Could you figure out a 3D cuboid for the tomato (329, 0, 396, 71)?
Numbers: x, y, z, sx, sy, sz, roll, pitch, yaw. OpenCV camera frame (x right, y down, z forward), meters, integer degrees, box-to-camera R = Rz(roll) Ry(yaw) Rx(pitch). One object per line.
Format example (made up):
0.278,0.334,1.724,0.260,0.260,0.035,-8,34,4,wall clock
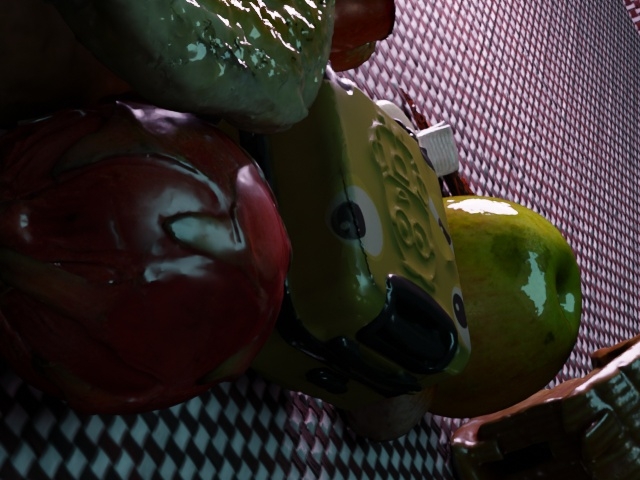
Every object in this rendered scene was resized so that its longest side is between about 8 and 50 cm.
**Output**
-0.022,-0.242,1.149,0.233,0.139,0.200,123,-43,-78,tomato

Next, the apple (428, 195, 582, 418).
0.132,0.053,1.175,0.196,0.196,0.196,46,33,-41,apple

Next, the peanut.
-0.148,-0.127,0.799,0.129,0.129,0.224,66,26,-5,peanut

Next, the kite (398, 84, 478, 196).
0.141,-0.055,1.445,0.222,0.008,0.125,61,-5,36,kite

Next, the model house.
0.266,0.199,1.279,0.199,0.229,0.219,60,26,-5,model house

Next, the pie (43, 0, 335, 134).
-0.093,-0.212,0.747,0.339,0.077,0.339,40,33,-34,pie

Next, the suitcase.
0.000,0.000,0.983,0.194,0.143,0.235,35,39,-52,suitcase

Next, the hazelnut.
0.052,0.118,1.080,0.086,0.086,0.086,46,33,-41,hazelnut

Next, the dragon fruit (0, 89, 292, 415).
-0.105,0.010,0.736,0.209,0.172,0.172,-10,79,-55,dragon fruit

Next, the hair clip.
0.075,-0.056,1.290,0.218,0.071,0.159,-32,101,-61,hair clip
